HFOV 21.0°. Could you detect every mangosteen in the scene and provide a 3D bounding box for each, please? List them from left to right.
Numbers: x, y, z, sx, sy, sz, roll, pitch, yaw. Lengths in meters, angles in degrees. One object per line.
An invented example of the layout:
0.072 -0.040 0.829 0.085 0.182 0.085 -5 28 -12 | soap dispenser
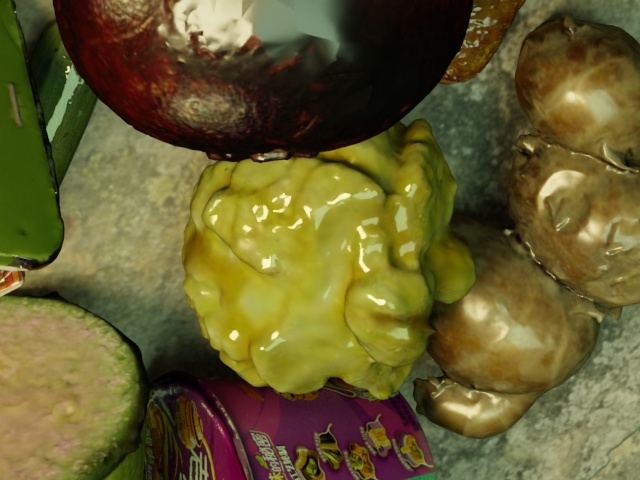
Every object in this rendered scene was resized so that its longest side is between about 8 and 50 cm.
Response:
-0.035 -0.198 1.211 0.297 0.297 0.293 7 116 -26 | mangosteen

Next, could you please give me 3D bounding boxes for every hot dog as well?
0.123 -0.197 1.407 0.099 0.065 0.147 13 122 -29 | hot dog

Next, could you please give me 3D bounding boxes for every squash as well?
-0.270 0.246 1.344 0.310 0.310 0.308 -14 123 -16 | squash
-0.226 -0.065 1.333 0.066 0.066 0.229 18 107 -30 | squash

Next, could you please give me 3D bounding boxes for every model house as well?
-0.308 -0.050 1.201 0.207 0.294 0.154 3 136 -24 | model house

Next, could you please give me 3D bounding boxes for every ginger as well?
0.197 0.006 1.494 0.256 0.176 0.375 32 103 -15 | ginger

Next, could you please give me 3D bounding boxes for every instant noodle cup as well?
-0.028 0.221 1.474 0.190 0.251 0.251 -7 119 -30 | instant noodle cup

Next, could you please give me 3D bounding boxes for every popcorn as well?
0.000 0.000 1.383 0.255 0.195 0.256 42 103 3 | popcorn
